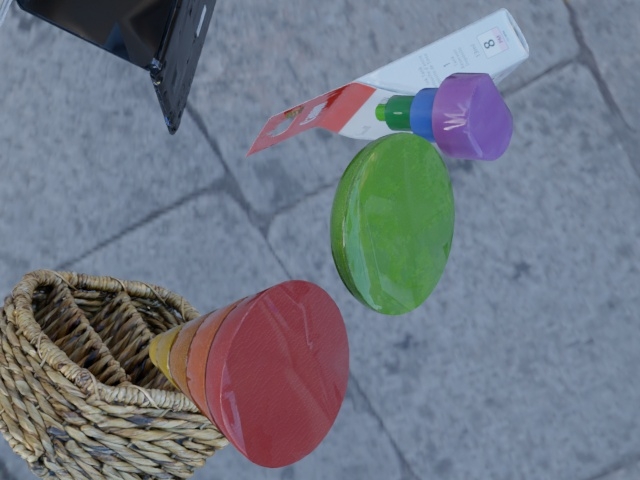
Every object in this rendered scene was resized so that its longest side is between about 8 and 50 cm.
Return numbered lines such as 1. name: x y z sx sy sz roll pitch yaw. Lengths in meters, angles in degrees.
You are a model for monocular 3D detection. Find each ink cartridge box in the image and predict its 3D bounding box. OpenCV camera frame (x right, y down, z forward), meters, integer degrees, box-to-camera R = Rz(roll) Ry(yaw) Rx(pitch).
1. ink cartridge box: 0.057 -0.119 1.292 0.232 0.189 0.066 -30 88 -12

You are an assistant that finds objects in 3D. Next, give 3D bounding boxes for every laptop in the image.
1. laptop: -0.199 -0.277 1.509 0.137 0.264 0.234 13 73 6

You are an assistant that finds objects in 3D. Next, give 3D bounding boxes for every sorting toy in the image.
1. sorting toy: 0.000 0.000 1.004 0.126 0.365 0.127 6 134 39

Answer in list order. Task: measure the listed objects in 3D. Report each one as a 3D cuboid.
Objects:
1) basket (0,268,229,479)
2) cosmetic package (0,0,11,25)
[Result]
1. basket: -0.239 0.133 1.556 0.223 0.299 0.213 -43 125 -2
2. cosmetic package: -0.281 -0.114 0.626 0.309 0.160 0.113 -22 125 18
